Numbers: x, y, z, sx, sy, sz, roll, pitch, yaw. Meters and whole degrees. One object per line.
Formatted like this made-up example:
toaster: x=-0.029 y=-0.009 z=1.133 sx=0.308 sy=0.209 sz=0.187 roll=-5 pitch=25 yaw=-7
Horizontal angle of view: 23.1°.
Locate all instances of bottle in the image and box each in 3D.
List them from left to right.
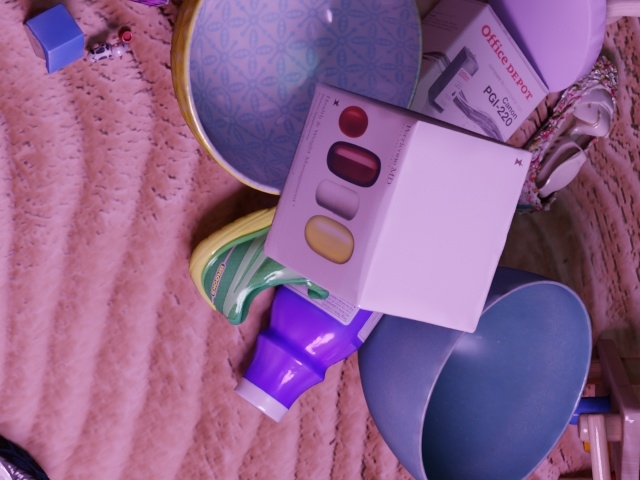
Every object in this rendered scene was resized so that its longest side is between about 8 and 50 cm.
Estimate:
bottle: x=0.006 y=0.079 z=1.825 sx=0.283 sy=0.118 sz=0.092 roll=-55 pitch=154 yaw=-7

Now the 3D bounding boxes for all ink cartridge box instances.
ink cartridge box: x=0.145 y=-0.160 z=1.857 sx=0.218 sy=0.092 sz=0.158 roll=-49 pitch=125 yaw=-12

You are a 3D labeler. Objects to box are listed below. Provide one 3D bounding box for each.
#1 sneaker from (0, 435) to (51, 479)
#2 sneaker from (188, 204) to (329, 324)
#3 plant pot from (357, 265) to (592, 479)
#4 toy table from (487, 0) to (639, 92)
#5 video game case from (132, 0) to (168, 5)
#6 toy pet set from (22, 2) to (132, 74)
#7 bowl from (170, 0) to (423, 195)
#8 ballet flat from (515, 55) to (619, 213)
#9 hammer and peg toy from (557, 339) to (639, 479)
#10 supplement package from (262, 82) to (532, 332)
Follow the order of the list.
sneaker: x=-0.372 y=0.248 z=1.669 sx=0.211 sy=0.080 sz=0.081 roll=33 pitch=93 yaw=-26
sneaker: x=0.000 y=0.000 z=1.755 sx=0.295 sy=0.109 sz=0.124 roll=-29 pitch=79 yaw=3
plant pot: x=0.157 y=0.147 z=1.883 sx=0.290 sy=0.195 sz=0.290 roll=-22 pitch=125 yaw=-35
toy table: x=0.310 y=-0.314 z=1.838 sx=0.161 sy=0.252 sz=0.274 roll=-33 pitch=165 yaw=-18
video game case: x=-0.243 y=-0.360 z=1.551 sx=0.232 sy=0.041 sz=0.210 roll=10 pitch=87 yaw=-34
toy pet set: x=-0.245 y=-0.231 z=1.598 sx=0.114 sy=0.065 sz=0.122 roll=-32 pitch=119 yaw=-21
bowl: x=-0.050 y=-0.205 z=1.676 sx=0.289 sy=0.156 sz=0.290 roll=-11 pitch=111 yaw=-29
ballet flat: x=0.322 y=-0.127 z=1.989 sx=0.091 sy=0.077 sz=0.241 roll=39 pitch=82 yaw=-34
hammer and peg toy: x=0.387 y=0.300 z=2.005 sx=0.127 sy=0.361 sz=0.266 roll=0 pitch=107 yaw=2
supplement package: x=0.073 y=-0.036 z=1.587 sx=0.149 sy=0.203 sz=0.194 roll=13 pitch=97 yaw=-33
